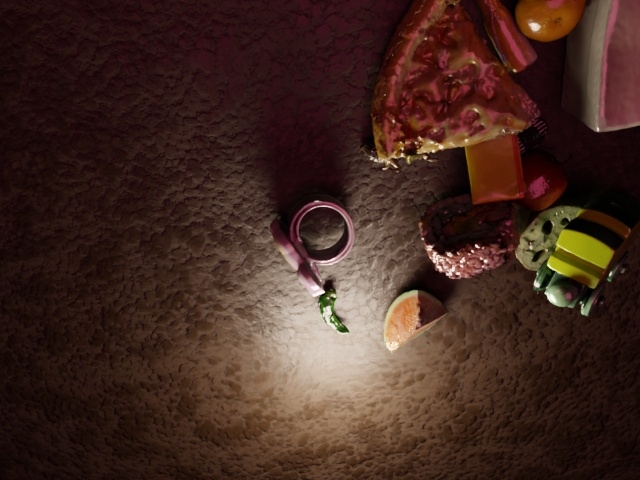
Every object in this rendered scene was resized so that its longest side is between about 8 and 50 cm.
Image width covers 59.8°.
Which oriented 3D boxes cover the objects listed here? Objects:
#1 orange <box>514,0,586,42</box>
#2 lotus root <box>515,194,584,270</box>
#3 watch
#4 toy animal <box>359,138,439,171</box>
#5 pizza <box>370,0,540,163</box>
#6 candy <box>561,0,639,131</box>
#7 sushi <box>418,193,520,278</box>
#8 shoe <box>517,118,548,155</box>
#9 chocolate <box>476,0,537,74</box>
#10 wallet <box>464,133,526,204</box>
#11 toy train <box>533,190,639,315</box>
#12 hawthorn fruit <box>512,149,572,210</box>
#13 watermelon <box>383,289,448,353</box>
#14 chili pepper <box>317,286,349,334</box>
[{"bbox_3d":[0.534,-0.547,1.298,0.159,0.136,0.158,-5,142,-4],"label":"orange"},{"bbox_3d":[0.637,-0.039,1.606,0.138,0.119,0.234,25,116,-15],"label":"lotus root"},{"bbox_3d":[0.000,0.000,1.579,0.218,0.211,0.248,-34,106,6],"label":"watch"},{"bbox_3d":[0.217,-0.226,1.523,0.220,0.069,0.086,5,113,-6],"label":"toy animal"},{"bbox_3d":[0.277,-0.364,1.398,0.392,0.080,0.435,-37,97,17],"label":"pizza"},{"bbox_3d":[0.696,-0.457,1.330,0.145,0.208,0.358,-7,118,1],"label":"candy"},{"bbox_3d":[0.419,-0.021,1.552,0.270,0.236,0.170,-15,136,15],"label":"sushi"},{"bbox_3d":[0.546,-0.266,1.508,0.159,0.053,0.062,-40,75,23],"label":"shoe"},{"bbox_3d":[0.449,-0.520,1.370,0.086,0.085,0.219,-34,109,15],"label":"chocolate"},{"bbox_3d":[0.457,-0.220,1.468,0.141,0.067,0.241,-7,89,20],"label":"wallet"},{"bbox_3d":[0.742,0.017,1.500,0.179,0.442,0.272,31,127,29],"label":"toy train"},{"bbox_3d":[0.597,-0.174,1.510,0.194,0.157,0.157,-36,114,15],"label":"hawthorn fruit"},{"bbox_3d":[0.304,0.253,1.776,0.146,0.128,0.231,5,137,-35],"label":"watermelon"},{"bbox_3d":[0.035,0.232,1.775,0.073,0.050,0.182,-18,120,1],"label":"chili pepper"}]
